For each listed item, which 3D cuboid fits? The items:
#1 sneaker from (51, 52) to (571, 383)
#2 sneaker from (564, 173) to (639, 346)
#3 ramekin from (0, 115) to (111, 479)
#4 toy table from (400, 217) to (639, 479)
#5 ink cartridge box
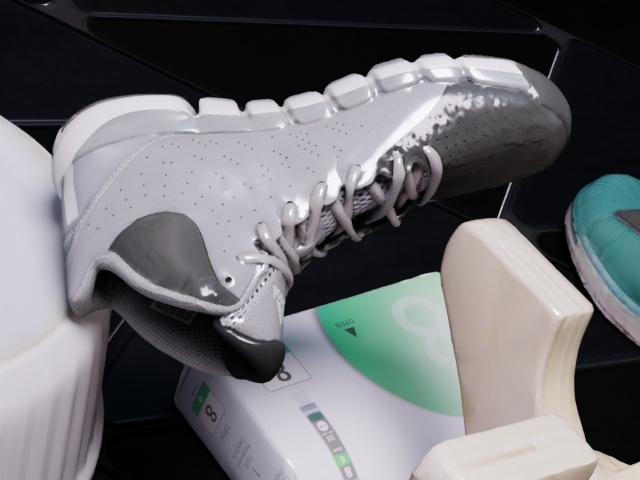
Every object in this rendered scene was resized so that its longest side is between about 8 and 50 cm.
[{"bbox_3d":[0.000,0.000,0.592,0.228,0.086,0.132,-7,52,2],"label":"sneaker"},{"bbox_3d":[0.275,0.041,0.899,0.108,0.121,0.302,-4,44,-34],"label":"sneaker"},{"bbox_3d":[-0.216,0.031,0.623,0.272,0.127,0.273,17,36,-12],"label":"ramekin"},{"bbox_3d":[0.112,0.128,0.597,0.252,0.161,0.274,41,37,25],"label":"toy table"},{"bbox_3d":[0.058,0.123,0.731,0.181,0.056,0.225,-14,49,-40],"label":"ink cartridge box"}]
